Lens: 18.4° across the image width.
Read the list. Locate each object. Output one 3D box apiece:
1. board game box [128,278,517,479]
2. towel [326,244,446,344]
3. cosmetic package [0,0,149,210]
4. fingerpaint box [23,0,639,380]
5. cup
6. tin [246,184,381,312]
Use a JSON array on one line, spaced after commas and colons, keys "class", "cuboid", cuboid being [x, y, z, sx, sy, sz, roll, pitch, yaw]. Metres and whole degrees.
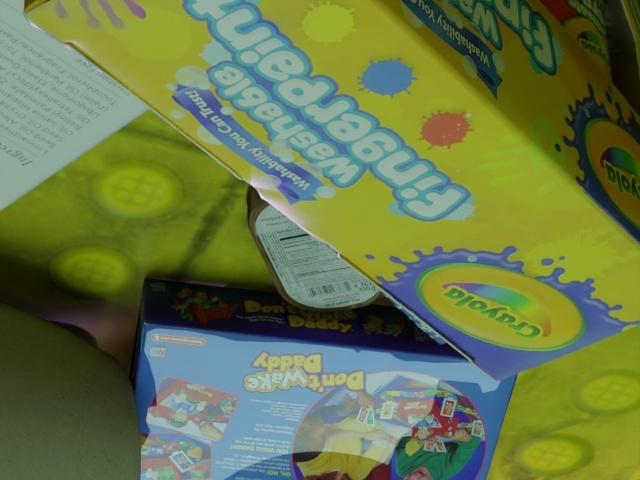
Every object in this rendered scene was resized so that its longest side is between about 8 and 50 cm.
[{"class": "board game box", "cuboid": [-0.011, 0.171, 1.861, 0.347, 0.078, 0.233, 7, 120, -10]}, {"class": "towel", "cuboid": [0.110, -0.043, 1.648, 0.243, 0.040, 0.336, -30, 134, 20]}, {"class": "cosmetic package", "cuboid": [-0.251, -0.154, 1.376, 0.453, 0.230, 0.161, -31, 132, 33]}, {"class": "fingerpaint box", "cuboid": [0.040, -0.183, 1.225, 0.163, 0.371, 0.445, -25, 135, 29]}, {"class": "cup", "cuboid": [-0.296, 0.193, 1.781, 0.237, 0.331, 0.331, 0, 144, -21]}, {"class": "tin", "cuboid": [0.000, 0.000, 1.738, 0.106, 0.040, 0.190, -13, 141, 9]}]
